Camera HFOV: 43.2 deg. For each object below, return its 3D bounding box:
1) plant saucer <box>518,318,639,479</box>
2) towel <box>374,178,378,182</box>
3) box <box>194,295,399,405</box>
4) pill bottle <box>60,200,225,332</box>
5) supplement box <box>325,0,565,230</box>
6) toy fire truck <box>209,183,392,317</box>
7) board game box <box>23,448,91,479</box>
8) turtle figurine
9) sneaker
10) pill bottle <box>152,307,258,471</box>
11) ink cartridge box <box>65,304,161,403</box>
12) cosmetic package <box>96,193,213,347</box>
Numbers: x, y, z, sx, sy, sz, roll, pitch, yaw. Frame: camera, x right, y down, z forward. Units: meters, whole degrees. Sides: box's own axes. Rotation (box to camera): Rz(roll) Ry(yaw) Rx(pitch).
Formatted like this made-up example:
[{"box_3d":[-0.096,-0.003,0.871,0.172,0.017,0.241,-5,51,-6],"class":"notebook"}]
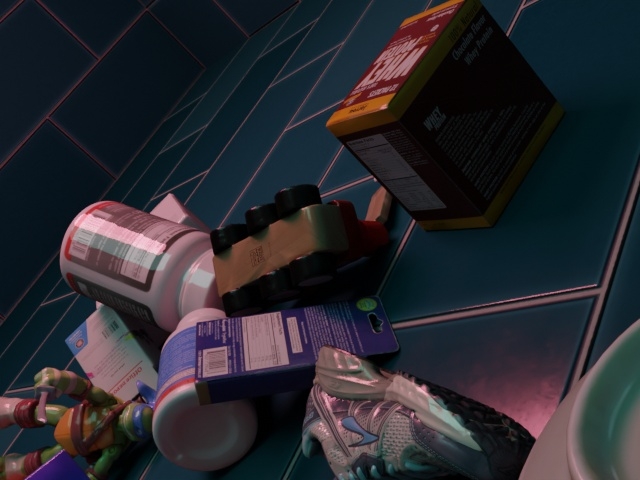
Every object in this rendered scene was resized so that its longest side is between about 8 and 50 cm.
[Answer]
[{"box_3d":[0.241,0.101,0.400,0.400,0.100,0.400,-35,15,11],"class":"plant saucer"},{"box_3d":[0.164,-0.168,1.191,0.144,0.029,0.197,-18,31,51],"class":"towel"},{"box_3d":[-0.030,0.122,0.929,0.225,0.036,0.136,-9,24,-3],"class":"box"},{"box_3d":[-0.245,0.048,1.243,0.283,0.161,0.161,18,60,28],"class":"pill bottle"},{"box_3d":[0.151,-0.147,0.966,0.191,0.194,0.129,-54,23,-20],"class":"supplement box"},{"box_3d":[0.000,0.000,1.100,0.217,0.246,0.158,-27,70,42],"class":"toy fire truck"},{"box_3d":[-0.359,0.375,0.856,0.233,0.078,0.347,-38,-10,-36],"class":"board game box"},{"box_3d":[-0.382,0.284,1.123,0.266,0.197,0.274,-12,31,28],"class":"turtle figurine"},{"box_3d":[0.071,0.179,0.701,0.283,0.110,0.122,4,70,66],"class":"sneaker"},{"box_3d":[-0.145,0.176,1.027,0.124,0.124,0.221,-41,23,11],"class":"pill bottle"},{"box_3d":[-0.320,0.199,1.313,0.104,0.181,0.061,-43,-21,8],"class":"ink cartridge box"},{"box_3d":[-0.292,0.053,1.491,0.224,0.138,0.225,-46,20,-2],"class":"cosmetic package"}]
